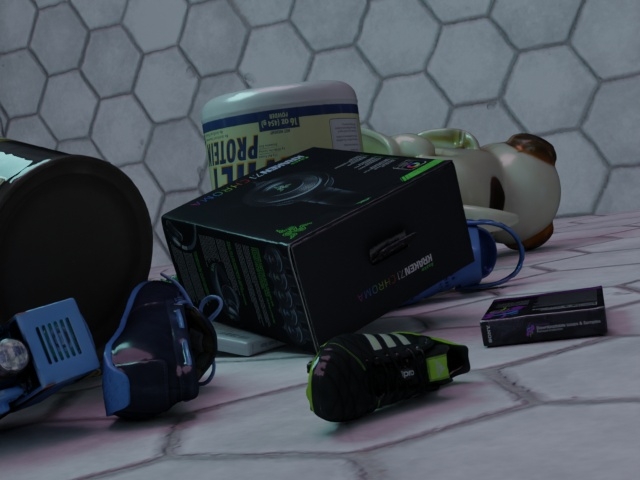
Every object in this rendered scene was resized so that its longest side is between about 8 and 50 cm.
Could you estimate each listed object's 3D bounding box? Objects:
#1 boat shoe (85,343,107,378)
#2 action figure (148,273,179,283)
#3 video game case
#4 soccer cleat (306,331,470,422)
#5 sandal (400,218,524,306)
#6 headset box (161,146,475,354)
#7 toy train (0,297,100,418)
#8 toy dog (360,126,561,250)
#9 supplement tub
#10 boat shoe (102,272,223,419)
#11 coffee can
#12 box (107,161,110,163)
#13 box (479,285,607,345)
[{"bbox_3d":[-0.380,0.121,1.178,0.325,0.096,0.116,-9,35,11],"label":"boat shoe"},{"bbox_3d":[-0.308,0.096,1.582,0.232,0.063,0.137,-18,12,-15],"label":"action figure"},{"bbox_3d":[-0.094,0.105,1.248,0.157,0.019,0.143,5,10,39],"label":"video game case"},{"bbox_3d":[0.052,0.094,0.778,0.072,0.060,0.179,-5,1,31],"label":"soccer cleat"},{"bbox_3d":[0.166,0.022,1.451,0.138,0.126,0.317,0,9,45],"label":"sandal"},{"bbox_3d":[0.000,0.000,1.220,0.246,0.131,0.283,-27,23,-31],"label":"headset box"},{"bbox_3d":[-0.262,0.110,0.884,0.105,0.080,0.184,-16,-10,-37],"label":"toy train"},{"bbox_3d":[0.279,-0.096,2.005,0.408,0.284,0.395,-8,2,-39],"label":"toy dog"},{"bbox_3d":[-0.042,-0.060,1.567,0.236,0.324,0.235,-8,2,0],"label":"supplement tub"},{"bbox_3d":[-0.134,0.104,0.958,0.089,0.109,0.258,-1,19,-1],"label":"boat shoe"},{"bbox_3d":[-0.336,-0.008,1.072,0.275,0.201,0.202,15,17,38],"label":"coffee can"},{"bbox_3d":[-0.629,0.000,2.340,0.343,0.312,0.179,-6,3,21],"label":"box"},{"bbox_3d":[0.223,0.074,1.046,0.116,0.029,0.162,-8,1,15],"label":"box"}]
